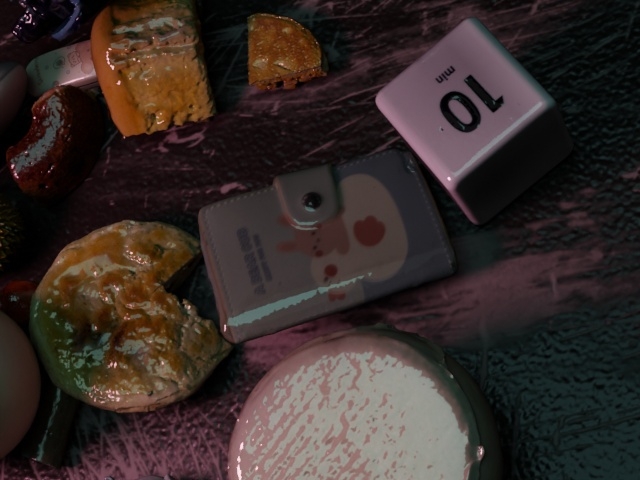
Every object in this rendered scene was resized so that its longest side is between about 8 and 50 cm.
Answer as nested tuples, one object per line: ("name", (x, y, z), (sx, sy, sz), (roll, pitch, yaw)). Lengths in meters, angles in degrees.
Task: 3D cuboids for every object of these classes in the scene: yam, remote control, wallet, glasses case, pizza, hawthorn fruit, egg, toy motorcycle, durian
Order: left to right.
("egg", (-0.566, 0.223, 1.935), (0.345, 0.283, 0.283), (-5, 67, 55))
("remote control", (-0.615, -0.172, 2.159), (0.103, 0.221, 0.332), (41, 89, -11))
("durian", (-0.587, 0.003, 2.131), (0.193, 0.138, 0.237), (-53, 22, -8))
("hawthorn fruit", (-0.482, 0.105, 2.083), (0.093, 0.093, 0.093), (-6, 71, 18))
("yam", (-0.422, 0.273, 2.010), (0.068, 0.068, 0.169), (8, 75, 22))
("toy motorcycle", (-0.413, -0.467, 2.121), (0.172, 0.416, 0.232), (40, 69, -10))
("glasses case", (-0.422, -0.302, 2.208), (0.204, 0.051, 0.081), (-15, 70, 15))
("pizza", (-0.070, -0.304, 2.082), (0.134, 0.046, 0.175), (-42, 64, 2))
("wallet", (0.000, 0.000, 1.900), (0.360, 0.083, 0.252), (-17, 60, -3))

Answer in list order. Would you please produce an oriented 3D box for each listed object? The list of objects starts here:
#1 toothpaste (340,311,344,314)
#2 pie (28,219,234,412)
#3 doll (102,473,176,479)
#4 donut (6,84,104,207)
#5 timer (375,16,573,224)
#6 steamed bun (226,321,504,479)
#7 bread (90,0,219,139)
("toothpaste", (-0.039, 0.052, 1.955), (0.193, 0.044, 0.070), (32, 87, 26))
("pie", (-0.305, 0.123, 1.982), (0.337, 0.075, 0.338), (-2, 65, 4))
("doll", (-0.227, 0.403, 1.890), (0.227, 0.075, 0.102), (19, 90, 15))
("donut", (-0.442, -0.169, 2.138), (0.186, 0.126, 0.144), (-36, 71, 6))
("timer", (0.227, -0.171, 1.847), (0.192, 0.194, 0.195), (-40, 63, 4))
("steamed bun", (0.066, 0.306, 1.722), (0.374, 0.241, 0.375), (-4, 74, 14))
("bread", (-0.286, -0.309, 2.093), (0.204, 0.162, 0.262), (-14, 71, 3))
